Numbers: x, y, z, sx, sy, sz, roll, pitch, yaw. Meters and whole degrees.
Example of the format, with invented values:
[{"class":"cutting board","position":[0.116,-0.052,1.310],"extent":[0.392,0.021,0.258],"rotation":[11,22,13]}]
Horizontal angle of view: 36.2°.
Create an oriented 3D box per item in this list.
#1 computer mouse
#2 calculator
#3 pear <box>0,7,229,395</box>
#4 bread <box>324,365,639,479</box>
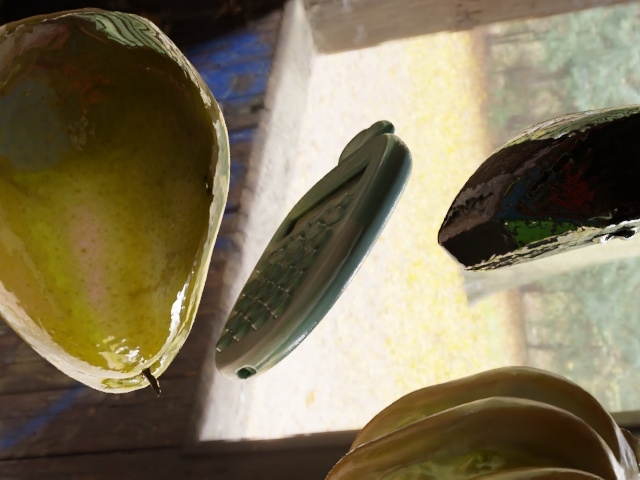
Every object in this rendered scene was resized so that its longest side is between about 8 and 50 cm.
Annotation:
[{"class":"computer mouse","position":[0.125,-0.028,0.413],"extent":[0.099,0.172,0.057],"rotation":[135,-59,-72]},{"class":"calculator","position":[0.000,0.000,0.827],"extent":[0.042,0.184,0.295],"rotation":[40,50,-13]},{"class":"pear","position":[-0.199,-0.039,0.881],"extent":[0.336,0.285,0.285],"rotation":[61,21,-20]},{"class":"bread","position":[0.125,0.244,0.909],"extent":[0.211,0.316,0.270],"rotation":[61,29,7]}]
